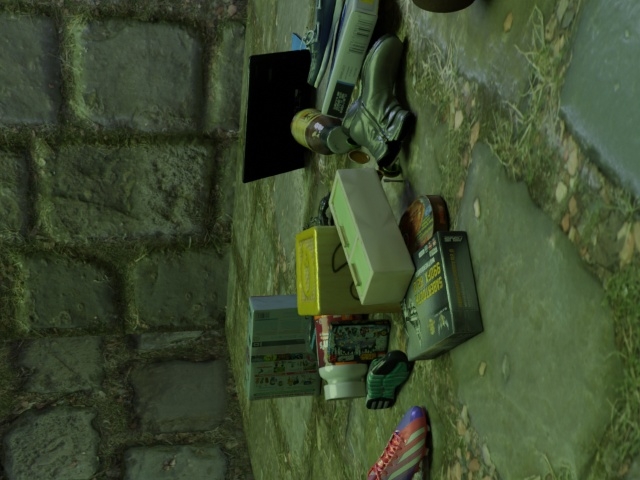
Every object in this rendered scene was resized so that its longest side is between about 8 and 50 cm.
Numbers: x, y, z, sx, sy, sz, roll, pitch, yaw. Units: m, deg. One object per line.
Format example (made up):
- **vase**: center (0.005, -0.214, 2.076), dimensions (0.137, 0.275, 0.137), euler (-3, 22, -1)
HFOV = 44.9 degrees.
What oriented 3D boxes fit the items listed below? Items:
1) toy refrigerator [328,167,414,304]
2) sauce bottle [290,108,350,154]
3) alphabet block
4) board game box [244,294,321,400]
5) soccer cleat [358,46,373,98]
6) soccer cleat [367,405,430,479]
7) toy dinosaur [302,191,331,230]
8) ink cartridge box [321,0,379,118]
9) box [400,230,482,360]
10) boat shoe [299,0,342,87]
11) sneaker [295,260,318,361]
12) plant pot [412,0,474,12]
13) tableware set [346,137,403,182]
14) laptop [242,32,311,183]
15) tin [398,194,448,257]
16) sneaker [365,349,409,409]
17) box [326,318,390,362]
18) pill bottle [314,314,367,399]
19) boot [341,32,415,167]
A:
- **toy refrigerator**: center (0.091, -0.013, 1.523), dimensions (0.102, 0.094, 0.270), euler (105, 155, -48)
- **sauce bottle**: center (0.008, -0.284, 2.045), dimensions (0.344, 0.111, 0.112), euler (-140, 50, -68)
- **alphabet block**: center (0.061, 0.068, 1.689), dimensions (0.193, 0.197, 0.193), euler (154, 114, -73)
- **board game box**: center (-0.106, 0.315, 2.293), dimensions (0.097, 0.223, 0.304), euler (-127, 39, -64)
- **soccer cleat**: center (0.115, -0.330, 1.728), dimensions (0.076, 0.068, 0.196), euler (-132, 48, -79)
- **soccer cleat**: center (0.143, 0.444, 1.529), dimensions (0.083, 0.095, 0.248), euler (-152, 79, -74)
- **toy dinosaur**: center (0.000, 0.000, 2.193), dimensions (0.118, 0.064, 0.268), euler (174, 91, -69)
- **ink cartridge box**: center (0.077, -0.495, 1.796), dimensions (0.304, 0.072, 0.307), euler (108, 175, -52)
- **box**: center (0.208, 0.107, 1.409), dimensions (0.231, 0.056, 0.183), euler (124, 142, -66)
- **boat shoe**: center (-0.003, -0.511, 1.924), dimensions (0.095, 0.079, 0.255), euler (-86, 9, -72)
- **sneaker**: center (0.023, 0.154, 2.047), dimensions (0.139, 0.125, 0.341), euler (-4, 94, 62)
- **plant pot**: center (0.192, -0.482, 1.195), dimensions (0.231, 0.215, 0.215), euler (84, 173, -47)
- **tableware set**: center (0.114, -0.177, 1.655), dimensions (0.154, 0.103, 0.024), euler (-108, 24, -45)
- **laptop**: center (-0.157, -0.428, 2.435), dimensions (0.236, 0.407, 0.382), euler (24, 121, 36)
- **tin**: center (0.196, -0.018, 1.490), dimensions (0.190, 0.040, 0.106), euler (125, 145, -66)
- **sneaker**: center (0.132, 0.277, 1.672), dimensions (0.224, 0.083, 0.098), euler (106, 162, -50)
- **box**: center (0.084, 0.224, 1.730), dimensions (0.027, 0.136, 0.094), euler (-122, 33, -64)
- **pill bottle**: center (0.052, 0.273, 1.887), dimensions (0.121, 0.121, 0.221), euler (131, 136, -68)
- **boot**: center (0.146, -0.286, 1.600), dimensions (0.161, 0.083, 0.247), euler (44, 121, 42)
